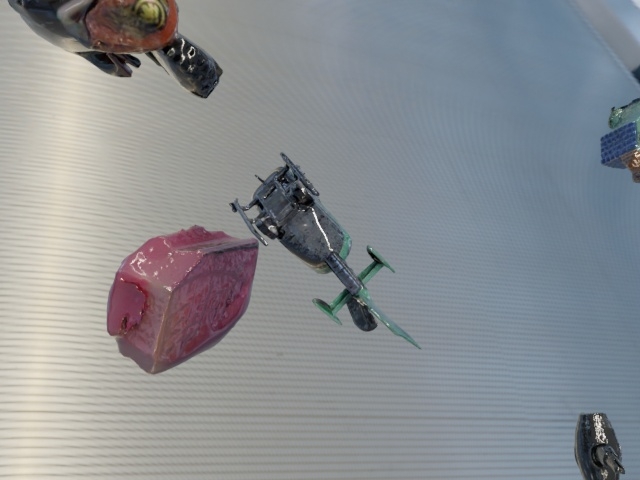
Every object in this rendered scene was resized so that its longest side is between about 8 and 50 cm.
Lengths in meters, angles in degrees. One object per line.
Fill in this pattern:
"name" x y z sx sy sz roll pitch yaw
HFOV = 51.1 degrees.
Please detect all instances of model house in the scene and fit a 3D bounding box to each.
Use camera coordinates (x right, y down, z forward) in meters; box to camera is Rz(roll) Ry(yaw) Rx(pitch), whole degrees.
"model house" 0.513 -0.137 1.070 0.149 0.119 0.148 -43 97 -28

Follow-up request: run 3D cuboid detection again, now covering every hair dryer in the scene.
"hair dryer" 0.449 0.367 1.050 0.075 0.219 0.195 -6 74 13

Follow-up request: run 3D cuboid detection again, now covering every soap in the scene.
"soap" -0.238 0.093 1.176 0.128 0.220 0.325 15 10 22

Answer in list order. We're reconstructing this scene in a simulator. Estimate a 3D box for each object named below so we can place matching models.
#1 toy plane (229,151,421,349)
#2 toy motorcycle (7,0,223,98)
"toy plane" 0.000 0.000 0.861 0.155 0.106 0.381 39 6 -38
"toy motorcycle" -0.261 -0.267 0.571 0.401 0.207 0.134 38 87 4
